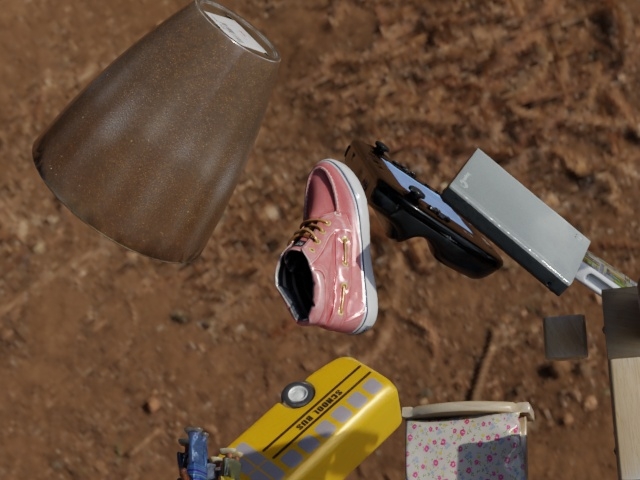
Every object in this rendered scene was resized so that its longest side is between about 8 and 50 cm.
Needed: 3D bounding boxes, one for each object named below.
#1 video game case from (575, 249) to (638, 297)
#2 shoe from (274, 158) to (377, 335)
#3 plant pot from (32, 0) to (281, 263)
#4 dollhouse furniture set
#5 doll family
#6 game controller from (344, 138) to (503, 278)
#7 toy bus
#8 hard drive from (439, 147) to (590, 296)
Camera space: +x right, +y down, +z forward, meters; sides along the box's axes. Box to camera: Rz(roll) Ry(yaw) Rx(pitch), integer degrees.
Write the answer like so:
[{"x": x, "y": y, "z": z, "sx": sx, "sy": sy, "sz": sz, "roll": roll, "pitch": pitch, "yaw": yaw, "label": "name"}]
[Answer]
[{"x": 0.521, "y": 0.090, "z": 2.173, "sx": 0.300, "sy": 0.329, "sz": 0.036, "roll": 35, "pitch": 100, "yaw": 9, "label": "video game case"}, {"x": 0.000, "y": 0.000, "z": 1.180, "sx": 0.063, "sy": 0.081, "sz": 0.178, "roll": -27, "pitch": 64, "yaw": 40, "label": "shoe"}, {"x": -0.150, "y": -0.131, "z": 1.328, "sx": 0.230, "sy": 0.215, "sz": 0.215, "roll": -51, "pitch": 38, "yaw": 19, "label": "plant pot"}, {"x": 0.167, "y": 0.193, "z": 1.270, "sx": 0.356, "sy": 0.174, "sz": 0.303, "roll": -6, "pitch": 66, "yaw": 16, "label": "dollhouse furniture set"}, {"x": -0.135, "y": 0.301, "z": 1.525, "sx": 0.076, "sy": 0.193, "sz": 0.111, "roll": -11, "pitch": 61, "yaw": 27, "label": "doll family"}, {"x": 0.113, "y": -0.042, "z": 1.452, "sx": 0.067, "sy": 0.166, "sz": 0.319, "roll": -64, "pitch": 11, "yaw": 11, "label": "game controller"}, {"x": -0.041, "y": 0.310, "z": 1.804, "sx": 0.130, "sy": 0.108, "sz": 0.333, "roll": 29, "pitch": 55, "yaw": 34, "label": "toy bus"}, {"x": 0.174, "y": -0.018, "z": 1.121, "sx": 0.022, "sy": 0.135, "sz": 0.094, "roll": -51, "pitch": -2, "yaw": 33, "label": "hard drive"}]
